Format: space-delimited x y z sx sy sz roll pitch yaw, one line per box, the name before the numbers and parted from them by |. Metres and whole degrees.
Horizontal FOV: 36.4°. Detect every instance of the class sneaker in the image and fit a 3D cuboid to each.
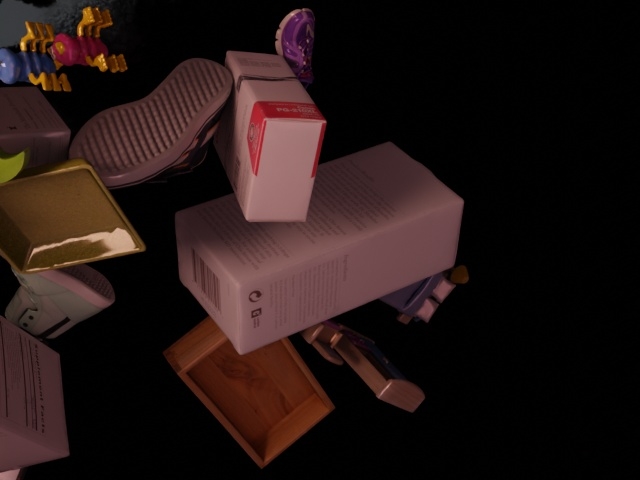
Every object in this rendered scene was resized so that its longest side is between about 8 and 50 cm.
sneaker | -0.031 -0.289 1.563 0.068 0.071 0.170 -14 129 -31
sneaker | -0.455 0.066 1.485 0.151 0.094 0.256 -36 129 13
sneaker | -0.239 -0.139 1.402 0.321 0.126 0.127 -45 165 -44

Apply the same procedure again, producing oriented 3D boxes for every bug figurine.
bug figurine | -0.351 -0.299 1.211 0.072 0.279 0.216 -22 170 33

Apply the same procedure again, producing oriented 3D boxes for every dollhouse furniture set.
dollhouse furniture set | 0.165 0.149 1.978 0.303 0.198 0.286 -52 139 6

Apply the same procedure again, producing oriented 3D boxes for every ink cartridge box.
ink cartridge box | -0.084 -0.162 1.481 0.100 0.237 0.172 0 124 -21

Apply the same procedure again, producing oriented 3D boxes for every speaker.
speaker | -0.534 0.381 1.697 0.055 0.055 0.136 7 117 -42

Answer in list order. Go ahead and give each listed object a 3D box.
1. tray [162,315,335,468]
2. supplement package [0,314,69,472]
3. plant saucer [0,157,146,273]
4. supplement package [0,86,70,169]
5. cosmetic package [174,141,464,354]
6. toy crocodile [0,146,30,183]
tray | -0.131 0.281 1.935 0.203 0.076 0.411 -38 138 -8
supplement package | -0.508 0.223 1.403 0.177 0.175 0.293 -15 156 4
plant saucer | -0.347 -0.038 1.268 0.188 0.045 0.188 -11 143 8
supplement package | -0.476 -0.113 1.284 0.244 0.139 0.134 -9 128 -35
cosmetic package | 0.000 0.000 1.701 0.453 0.230 0.162 -20 133 -25
toy crocodile | -0.445 -0.220 1.131 0.105 0.115 0.341 -21 91 -1
